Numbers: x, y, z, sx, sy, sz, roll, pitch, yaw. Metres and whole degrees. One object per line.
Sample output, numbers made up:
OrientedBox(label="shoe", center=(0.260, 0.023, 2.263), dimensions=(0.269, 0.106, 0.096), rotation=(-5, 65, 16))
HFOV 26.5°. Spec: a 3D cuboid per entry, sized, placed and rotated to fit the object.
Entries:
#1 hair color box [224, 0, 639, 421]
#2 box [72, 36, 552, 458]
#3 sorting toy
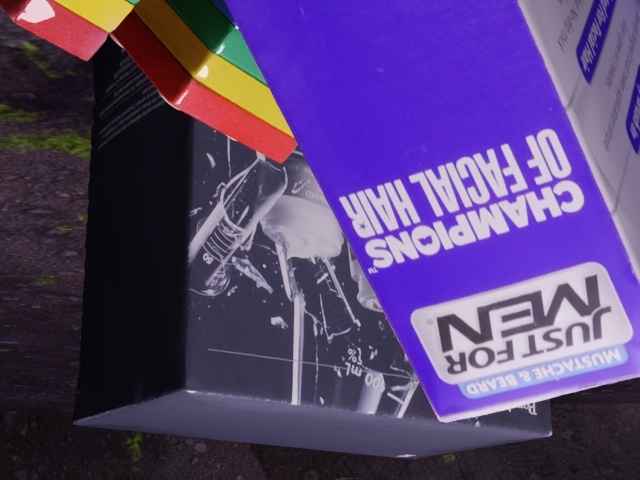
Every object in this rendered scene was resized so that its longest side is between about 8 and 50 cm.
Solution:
OrientedBox(label="hair color box", center=(0.039, -0.122, 0.527), dimensions=(0.110, 0.338, 0.185), rotation=(-19, -159, 26))
OrientedBox(label="box", center=(0.000, 0.000, 1.085), dimensions=(0.343, 0.312, 0.179), rotation=(11, 161, -34))
OrientedBox(label="sorting toy", center=(-0.106, -0.160, 0.627), dimensions=(0.089, 0.255, 0.257), rotation=(-48, 147, 12))
